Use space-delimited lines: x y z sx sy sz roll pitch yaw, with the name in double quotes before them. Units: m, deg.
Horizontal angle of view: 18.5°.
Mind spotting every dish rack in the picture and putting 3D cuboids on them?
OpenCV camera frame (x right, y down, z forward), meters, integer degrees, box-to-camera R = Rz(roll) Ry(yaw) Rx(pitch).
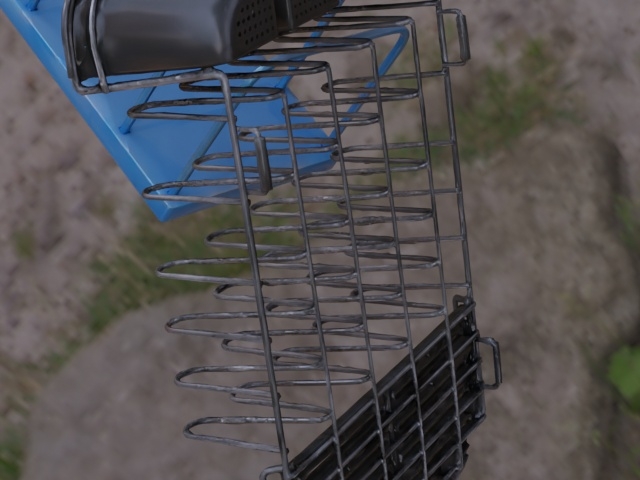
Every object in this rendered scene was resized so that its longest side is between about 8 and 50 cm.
"dish rack" 0.000 0.000 0.802 0.074 0.271 0.208 2 20 30

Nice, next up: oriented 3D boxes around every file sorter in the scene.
"file sorter" -0.059 -0.116 0.918 0.170 0.118 0.104 52 131 17
